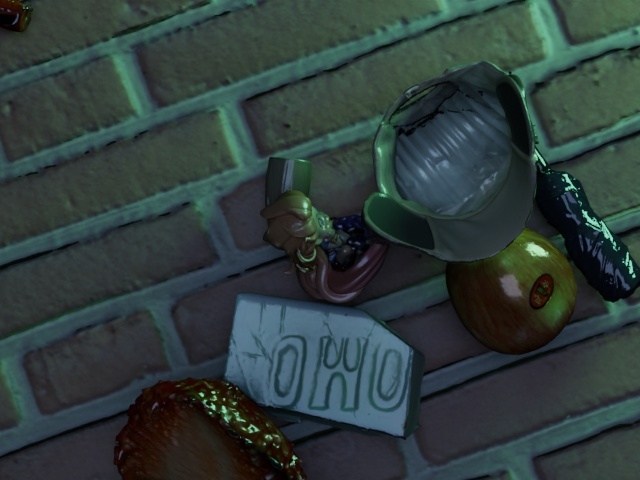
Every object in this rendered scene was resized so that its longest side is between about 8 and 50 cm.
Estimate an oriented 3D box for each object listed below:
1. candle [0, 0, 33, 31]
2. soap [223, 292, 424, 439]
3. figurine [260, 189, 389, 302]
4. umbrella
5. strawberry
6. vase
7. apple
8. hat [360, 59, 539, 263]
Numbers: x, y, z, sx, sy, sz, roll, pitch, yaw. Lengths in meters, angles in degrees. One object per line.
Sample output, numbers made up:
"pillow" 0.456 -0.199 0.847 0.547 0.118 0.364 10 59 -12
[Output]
"candle" -0.428 -0.289 1.789 0.162 0.048 0.053 19 51 4
"soap" 0.010 0.146 1.703 0.230 0.091 0.145 8 85 4
"figurine" -0.002 0.008 1.687 0.157 0.126 0.114 15 123 -29
"umbrella" 0.285 -0.034 1.728 0.071 0.071 0.248 -37 80 -2
"strawberry" -0.095 0.219 1.615 0.233 0.306 0.138 28 56 1
"vase" -0.041 -0.046 1.743 0.053 0.053 0.101 7 89 3
"apple" 0.213 0.051 1.676 0.146 0.146 0.131 -42 114 -2
"hat" 0.167 -0.074 1.642 0.161 0.275 0.232 36 105 -28
